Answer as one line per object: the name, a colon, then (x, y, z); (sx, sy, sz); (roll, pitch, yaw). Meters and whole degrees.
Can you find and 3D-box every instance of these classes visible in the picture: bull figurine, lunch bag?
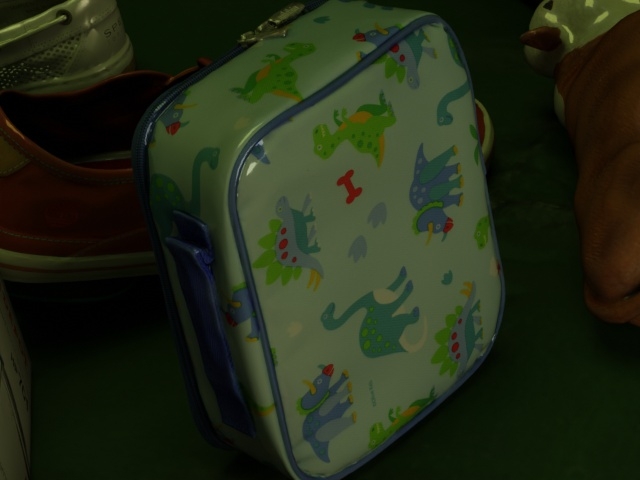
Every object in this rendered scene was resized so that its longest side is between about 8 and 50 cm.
bull figurine: (0.204, -0.075, 1.099); (0.188, 0.101, 0.310); (-31, 34, 26)
lunch bag: (0.000, 0.000, 0.966); (0.090, 0.219, 0.176); (21, 46, 40)

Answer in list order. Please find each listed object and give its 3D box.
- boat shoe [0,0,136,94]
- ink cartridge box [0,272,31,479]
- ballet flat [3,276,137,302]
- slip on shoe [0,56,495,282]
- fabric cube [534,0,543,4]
boat shoe: (-0.271, -0.131, 1.350); (0.277, 0.096, 0.098); (-12, 34, -1)
ink cartridge box: (-0.200, 0.074, 0.990); (0.082, 0.139, 0.190); (-12, 34, 2)
ballet flat: (-0.204, -0.009, 1.176); (0.203, 0.074, 0.074); (8, 39, 27)
slip on shoe: (-0.046, -0.052, 1.126); (0.331, 0.101, 0.123); (-7, 40, -22)
fabric cube: (0.208, -0.326, 1.349); (0.254, 0.259, 0.258); (-23, 33, -15)
